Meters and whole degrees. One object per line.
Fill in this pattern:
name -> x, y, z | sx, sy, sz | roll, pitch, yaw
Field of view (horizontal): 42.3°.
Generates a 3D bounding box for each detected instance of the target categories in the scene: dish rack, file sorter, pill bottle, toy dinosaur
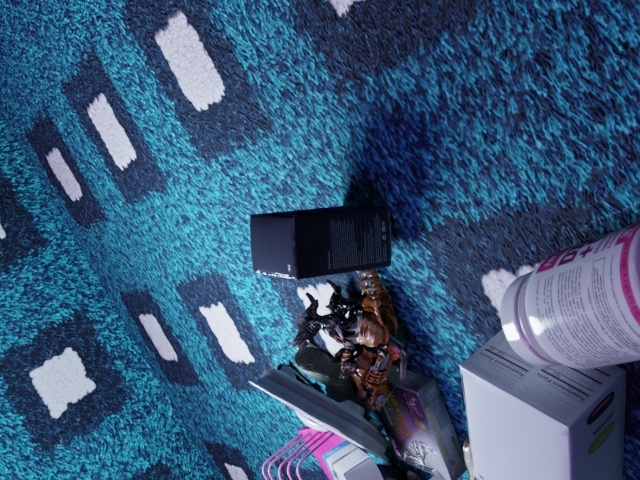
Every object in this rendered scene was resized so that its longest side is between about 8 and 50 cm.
dish rack -> 0.015, 0.370, 1.795 | 0.285, 0.072, 0.333 | 24, 166, 24
file sorter -> -0.006, 0.617, 2.166 | 0.202, 0.182, 0.290 | 56, 152, 1
pill bottle -> 0.362, 0.076, 1.040 | 0.160, 0.160, 0.283 | 57, 152, 0
toy dinosaur -> 0.084, 0.172, 1.643 | 0.218, 0.164, 0.322 | 14, 93, 34

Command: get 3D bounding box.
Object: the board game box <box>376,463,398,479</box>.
board game box -> 0.191, 0.654, 1.971 | 0.243, 0.042, 0.165 | 61, 166, 8

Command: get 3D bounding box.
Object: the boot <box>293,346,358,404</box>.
boot -> 0.028, 0.370, 1.989 | 0.189, 0.076, 0.209 | 27, 146, 43

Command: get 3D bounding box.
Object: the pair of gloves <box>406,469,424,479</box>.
pair of gloves -> 0.268, 0.655, 1.917 | 0.204, 0.042, 0.240 | 32, 143, 39

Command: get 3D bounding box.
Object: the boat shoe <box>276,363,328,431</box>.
boat shoe -> -0.041, 0.394, 2.114 | 0.228, 0.080, 0.076 | 43, 151, 40

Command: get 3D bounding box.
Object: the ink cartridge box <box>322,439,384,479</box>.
ink cartridge box -> 0.087, 0.555, 1.905 | 0.140, 0.082, 0.190 | 64, 168, -4

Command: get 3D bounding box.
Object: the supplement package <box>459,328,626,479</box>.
supplement package -> 0.351, 0.294, 1.301 | 0.204, 0.145, 0.262 | 27, 140, 44

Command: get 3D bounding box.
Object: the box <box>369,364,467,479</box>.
box -> 0.197, 0.377, 1.727 | 0.183, 0.056, 0.231 | 9, 126, 55

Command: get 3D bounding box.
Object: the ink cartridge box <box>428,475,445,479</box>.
ink cartridge box -> 0.287, 0.588, 1.739 | 0.198, 0.115, 0.067 | 27, 141, 45

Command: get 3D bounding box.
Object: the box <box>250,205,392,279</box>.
box -> 0.000, 0.000, 1.469 | 0.153, 0.207, 0.108 | 5, 100, 55

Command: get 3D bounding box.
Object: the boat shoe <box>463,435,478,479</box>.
boat shoe -> 0.329, 0.466, 1.605 | 0.072, 0.068, 0.190 | 6, 124, 42
